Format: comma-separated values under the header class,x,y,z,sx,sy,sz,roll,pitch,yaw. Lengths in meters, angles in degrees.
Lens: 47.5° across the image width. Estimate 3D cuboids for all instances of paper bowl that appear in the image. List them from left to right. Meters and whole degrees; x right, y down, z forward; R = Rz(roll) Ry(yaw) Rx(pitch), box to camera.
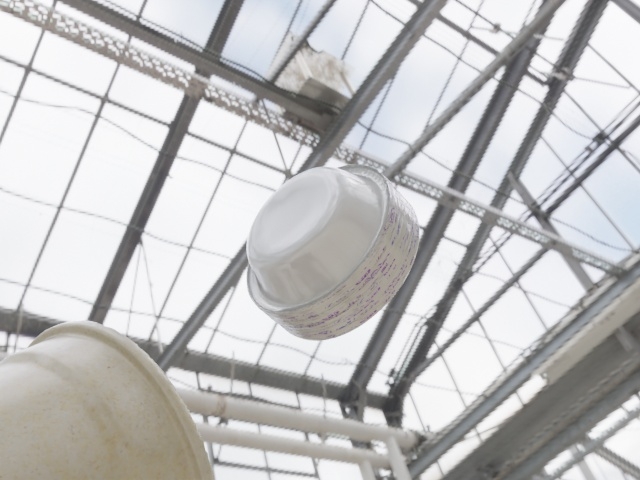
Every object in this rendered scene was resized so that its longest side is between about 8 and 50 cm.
class,x,y,z,sx,sy,sz,roll,pitch,yaw
paper bowl,0.000,0.000,1.129,0.284,0.284,0.148,-36,-56,15

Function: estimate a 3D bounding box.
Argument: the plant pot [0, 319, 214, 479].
class,x,y,z,sx,sy,sz,roll,pitch,yaw
plant pot,-0.307,0.259,0.603,0.305,0.334,0.334,-10,-38,-52
